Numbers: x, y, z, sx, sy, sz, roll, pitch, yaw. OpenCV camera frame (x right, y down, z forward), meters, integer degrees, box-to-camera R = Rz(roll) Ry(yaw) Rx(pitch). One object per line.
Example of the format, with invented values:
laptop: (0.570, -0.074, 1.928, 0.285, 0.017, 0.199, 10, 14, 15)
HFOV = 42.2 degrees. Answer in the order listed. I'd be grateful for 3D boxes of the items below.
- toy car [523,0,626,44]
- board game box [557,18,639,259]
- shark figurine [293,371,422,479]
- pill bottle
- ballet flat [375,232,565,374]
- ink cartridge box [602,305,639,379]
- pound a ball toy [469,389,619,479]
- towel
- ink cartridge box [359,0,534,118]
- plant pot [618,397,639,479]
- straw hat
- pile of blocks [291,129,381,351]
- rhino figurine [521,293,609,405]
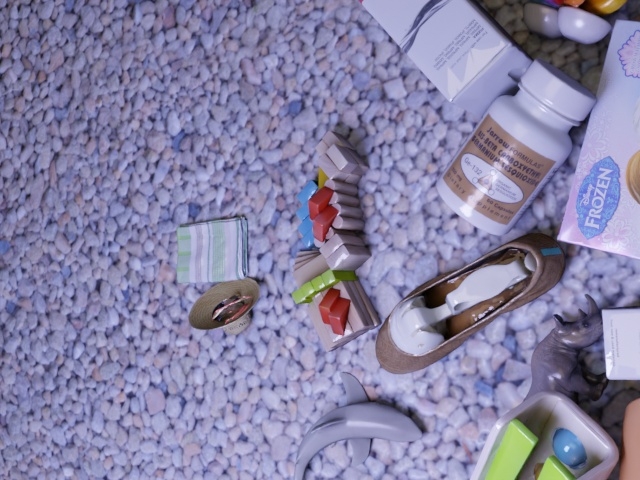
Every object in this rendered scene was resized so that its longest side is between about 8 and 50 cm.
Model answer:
toy car: (0.339, -0.368, 1.147, 0.182, 0.136, 0.159, 37, 108, 59)
board game box: (0.512, -0.113, 1.096, 0.318, 0.066, 0.319, 15, 94, 29)
shark figurine: (0.005, 0.325, 1.324, 0.278, 0.116, 0.166, -43, 67, 18)
pill bottle: (0.277, -0.132, 1.171, 0.131, 0.131, 0.229, 45, 117, 23)
ballet flat: (0.199, 0.096, 1.222, 0.342, 0.124, 0.116, -31, 73, 24)
ink cartridge box: (0.484, 0.125, 1.046, 0.219, 0.160, 0.093, -5, 85, 27)
pound a ball toy: (0.305, 0.374, 1.092, 0.208, 0.135, 0.319, 45, 143, 34)
towel: (-0.199, 0.019, 1.498, 0.152, 0.023, 0.113, -6, 80, 28)
ink cartridge box: (0.182, -0.312, 1.214, 0.114, 0.197, 0.273, -46, 67, 20)
plant pot: (0.482, 0.290, 0.989, 0.290, 0.291, 0.204, -14, 64, 27)
straw hat: (-0.154, 0.131, 1.446, 0.144, 0.144, 0.061, -12, 124, 28)
pile of blocks: (0.000, 0.000, 1.344, 0.148, 0.112, 0.362, -7, 83, 28)
rhino figurine: (0.346, 0.193, 1.167, 0.106, 0.073, 0.243, 14, 92, 26)
